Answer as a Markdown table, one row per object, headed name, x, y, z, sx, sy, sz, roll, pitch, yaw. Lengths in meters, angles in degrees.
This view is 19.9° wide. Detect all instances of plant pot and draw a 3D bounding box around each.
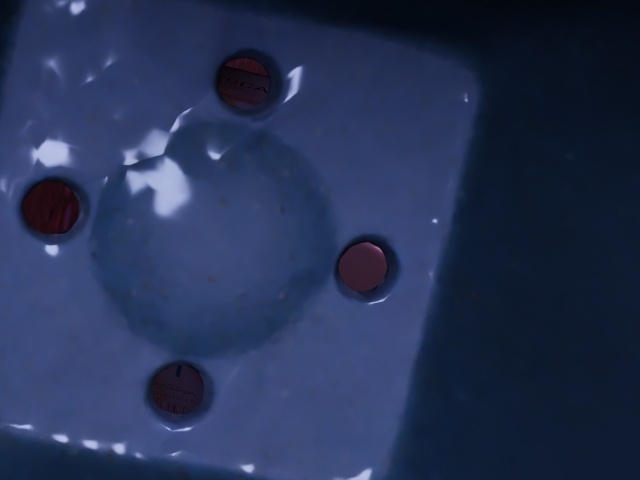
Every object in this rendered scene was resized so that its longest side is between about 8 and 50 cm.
| name | x | y | z | sx | sy | sz | roll | pitch | yaw |
| --- | --- | --- | --- | --- | --- | --- | --- | --- | --- |
| plant pot | -0.007 | 0.022 | 0.399 | 0.252 | 0.247 | 0.248 | -131 | -127 | -74 |

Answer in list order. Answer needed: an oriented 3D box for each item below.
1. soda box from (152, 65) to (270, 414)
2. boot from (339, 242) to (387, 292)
| name | x | y | z | sx | sy | sz | roll | pitch | yaw |
| --- | --- | --- | --- | --- | --- | --- | --- | --- | --- |
| soda box | -0.059 | 0.011 | 0.850 | 0.063 | 0.058 | 0.183 | -65 | 168 | -71 |
| boot | 0.000 | 0.000 | 0.826 | 0.190 | 0.069 | 0.086 | 114 | -16 | -67 |
